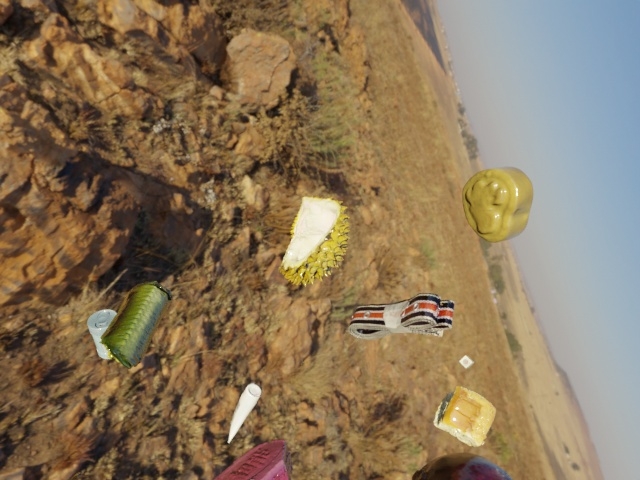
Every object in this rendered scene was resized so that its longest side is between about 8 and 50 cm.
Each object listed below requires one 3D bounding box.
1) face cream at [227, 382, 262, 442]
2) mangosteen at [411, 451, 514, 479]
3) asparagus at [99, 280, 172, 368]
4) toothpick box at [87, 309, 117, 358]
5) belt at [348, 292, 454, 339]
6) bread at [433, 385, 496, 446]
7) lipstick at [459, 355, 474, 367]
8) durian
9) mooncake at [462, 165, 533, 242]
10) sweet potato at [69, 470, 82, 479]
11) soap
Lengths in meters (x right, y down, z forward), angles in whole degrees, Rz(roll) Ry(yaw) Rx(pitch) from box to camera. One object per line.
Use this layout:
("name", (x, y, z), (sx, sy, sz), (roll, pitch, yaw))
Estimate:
("face cream", (-0.275, 0.597, 1.573), (0.058, 0.243, 0.092), (22, 28, -14))
("mangosteen", (0.304, 0.601, 0.925), (0.293, 0.297, 0.297), (54, 21, 6))
("asparagus", (-0.467, 0.214, 1.128), (0.382, 0.129, 0.108), (-104, -176, -69))
("toothpick box", (-0.766, 0.337, 1.623), (0.101, 0.101, 0.153), (-75, 169, -54))
("belt", (0.227, 0.232, 1.350), (0.126, 0.360, 0.094), (37, 54, -31))
("bread", (0.249, 0.305, 0.780), (0.070, 0.083, 0.076), (-57, 174, -30))
("lipstick", (0.489, 0.403, 1.493), (0.030, 0.030, 0.129), (46, 7, 28))
("durian", (0.000, 0.009, 1.018), (0.137, 0.183, 0.249), (60, 31, -30))
("mooncake", (0.543, -0.121, 1.419), (0.117, 0.235, 0.234), (-12, 81, -25))
("sweet potato", (-0.623, 0.607, 1.122), (0.115, 0.026, 0.026), (133, -60, -79))
("soap", (-0.158, 0.589, 1.090), (0.250, 0.162, 0.099), (-17, 90, -57))
